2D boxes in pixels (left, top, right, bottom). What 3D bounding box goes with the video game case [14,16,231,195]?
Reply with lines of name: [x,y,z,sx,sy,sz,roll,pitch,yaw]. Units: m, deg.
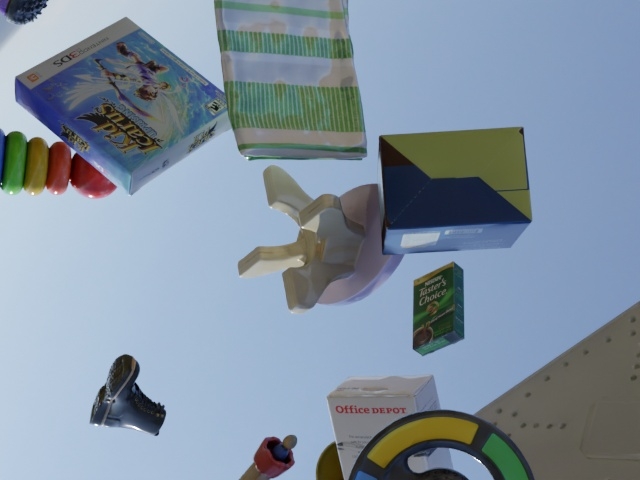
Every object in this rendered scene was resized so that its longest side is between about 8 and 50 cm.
video game case: [-0.314,-0.226,1.795,0.244,0.269,0.061,-40,160,-35]

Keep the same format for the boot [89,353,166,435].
boot: [-0.329,0.285,2.026,0.198,0.137,0.076,128,-27,-45]

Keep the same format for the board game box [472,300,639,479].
board game box: [0.467,0.300,1.692,0.390,0.050,0.390,-34,-146,1]

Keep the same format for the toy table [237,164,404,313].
toy table: [0.000,0.000,1.765,0.274,0.161,0.252,-49,-132,36]

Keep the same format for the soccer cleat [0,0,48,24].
soccer cleat: [-0.567,-0.516,2.145,0.108,0.116,0.318,-57,-172,36]

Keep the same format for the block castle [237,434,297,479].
block castle: [-0.040,0.617,2.227,0.213,0.303,0.453,-51,-170,20]

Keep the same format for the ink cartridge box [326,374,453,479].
ink cartridge box: [0.124,0.354,1.895,0.172,0.237,0.100,-5,-165,29]

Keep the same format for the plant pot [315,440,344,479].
plant pot: [0.070,0.472,2.226,0.134,0.095,0.134,-9,-112,24]

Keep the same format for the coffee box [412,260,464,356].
coffee box: [0.243,0.141,2.287,0.113,0.040,0.184,-28,-140,34]

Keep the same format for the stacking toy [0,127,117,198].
stacking toy: [-0.490,-0.120,1.792,0.141,0.330,0.141,-173,-90,-72]

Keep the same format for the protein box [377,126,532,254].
protein box: [0.184,-0.066,1.578,0.201,0.200,0.135,81,6,-80]

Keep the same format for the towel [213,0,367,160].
towel: [-0.044,-0.286,1.753,0.038,0.248,0.324,-18,-103,59]

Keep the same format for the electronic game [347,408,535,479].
electronic game: [0.142,0.314,1.302,0.229,0.229,0.048,-49,178,-1]
